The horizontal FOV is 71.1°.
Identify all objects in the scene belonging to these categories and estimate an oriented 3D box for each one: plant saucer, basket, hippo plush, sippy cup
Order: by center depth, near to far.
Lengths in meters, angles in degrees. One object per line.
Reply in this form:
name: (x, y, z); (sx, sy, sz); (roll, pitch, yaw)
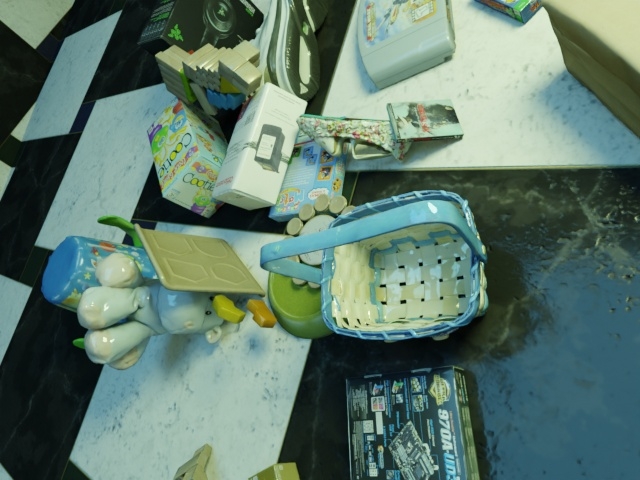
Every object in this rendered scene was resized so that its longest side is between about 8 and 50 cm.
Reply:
basket: (0.100, 0.031, 0.604); (0.255, 0.289, 0.200); (-13, 63, 35)
plant saucer: (-0.018, 0.063, 0.851); (0.241, 0.037, 0.240); (-17, 61, 32)
hippo plush: (-0.323, 0.167, 0.941); (0.237, 0.294, 0.234); (5, 74, 15)
sippy cup: (-0.544, 0.098, 1.120); (0.240, 0.224, 0.305); (-49, 50, 11)

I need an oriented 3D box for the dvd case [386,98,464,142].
dvd case: (0.182, -0.210, 0.786); (0.120, 0.013, 0.087); (-5, 61, -4)

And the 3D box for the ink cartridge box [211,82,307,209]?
ink cartridge box: (-0.137, -0.193, 0.976); (0.172, 0.100, 0.237); (0, 71, 63)

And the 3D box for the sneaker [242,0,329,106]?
sneaker: (-0.132, -0.522, 1.110); (0.258, 0.169, 0.447); (-7, 69, 34)

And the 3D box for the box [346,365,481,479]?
box: (0.126, 0.296, 0.626); (0.175, 0.051, 0.220); (-18, 60, 31)

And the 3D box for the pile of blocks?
pile of blocks: (-0.233, -0.383, 1.041); (0.362, 0.148, 0.112); (22, 58, 39)

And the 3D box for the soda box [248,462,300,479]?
soda box: (-0.053, 0.449, 0.692); (0.061, 0.058, 0.181); (-37, 53, 19)

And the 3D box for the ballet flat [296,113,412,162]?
ballet flat: (0.057, -0.193, 0.848); (0.241, 0.091, 0.077); (11, 93, 24)

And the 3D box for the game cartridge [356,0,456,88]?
game cartridge: (0.170, -0.467, 0.931); (0.198, 0.062, 0.297); (-12, 64, 29)

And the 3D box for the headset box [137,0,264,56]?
headset box: (-0.324, -0.574, 1.231); (0.131, 0.246, 0.282); (11, 77, 41)

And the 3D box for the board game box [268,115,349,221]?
board game box: (-0.021, -0.147, 0.945); (0.160, 0.039, 0.211); (-3, 67, 37)

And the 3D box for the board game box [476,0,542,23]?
board game box: (0.384, -0.492, 0.785); (0.201, 0.035, 0.136); (-46, 50, 13)

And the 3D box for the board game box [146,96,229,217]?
board game box: (-0.324, -0.216, 1.141); (0.142, 0.144, 0.275); (-42, 50, 17)

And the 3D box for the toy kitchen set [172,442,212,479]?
toy kitchen set: (-0.227, 0.451, 0.846); (0.068, 0.075, 0.083); (-38, 12, 15)

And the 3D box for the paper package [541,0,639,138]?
paper package: (0.494, -0.274, 0.516); (0.325, 0.168, 0.309); (-36, 53, 21)

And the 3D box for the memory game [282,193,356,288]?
memory game: (0.000, 0.000, 0.831); (0.186, 0.012, 0.186); (-15, 64, 32)

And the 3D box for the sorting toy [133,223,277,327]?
sorting toy: (-0.221, 0.072, 0.871); (0.307, 0.229, 0.041); (44, 112, 44)
